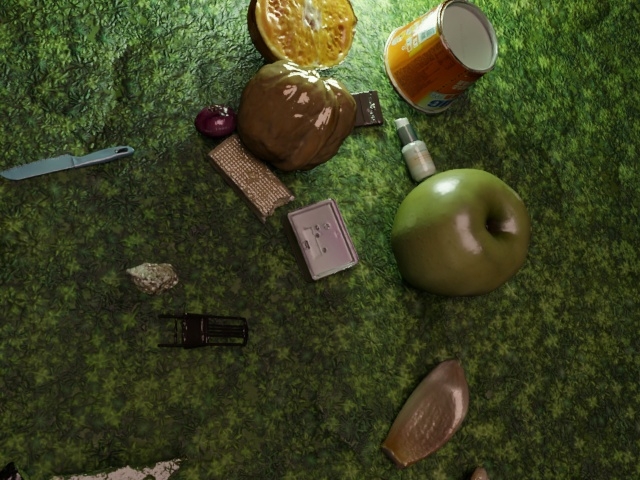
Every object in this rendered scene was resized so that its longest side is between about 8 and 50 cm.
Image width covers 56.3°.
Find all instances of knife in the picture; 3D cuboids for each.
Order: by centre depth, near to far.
[{"bbox_3d":[-0.614,-0.192,1.461,0.313,0.019,0.044,-17,76,-21],"label":"knife"}]

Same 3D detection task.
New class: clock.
[{"bbox_3d":[0.000,0.000,1.590,0.147,0.071,0.192,-20,85,-21],"label":"clock"}]

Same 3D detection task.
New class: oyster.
[{"bbox_3d":[-0.404,0.086,1.454,0.100,0.037,0.098,-36,91,-22],"label":"oyster"}]

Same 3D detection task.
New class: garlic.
[{"bbox_3d":[0.286,0.459,1.560,0.143,0.112,0.318,36,74,17],"label":"garlic"},{"bbox_3d":[0.414,0.653,1.577,0.094,0.074,0.113,-15,125,-42],"label":"garlic"}]

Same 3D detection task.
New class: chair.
[{"bbox_3d":[-0.281,0.221,1.453,0.212,0.101,0.084,15,70,-54],"label":"chair"}]

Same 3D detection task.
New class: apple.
[{"bbox_3d":[0.358,-0.018,1.575,0.357,0.357,0.357,4,76,-18],"label":"apple"}]

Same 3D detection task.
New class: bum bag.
[{"bbox_3d":[0.104,-0.381,1.737,0.159,0.026,0.109,-10,82,-20],"label":"bum bag"}]

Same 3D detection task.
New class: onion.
[{"bbox_3d":[-0.271,-0.303,1.558,0.115,0.104,0.115,5,38,-3],"label":"onion"}]

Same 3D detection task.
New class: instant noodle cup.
[{"bbox_3d":[0.358,-0.540,1.730,0.296,0.214,0.296,9,73,-30],"label":"instant noodle cup"}]

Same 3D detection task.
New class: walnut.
[{"bbox_3d":[-0.068,-0.315,1.533,0.296,0.285,0.285,15,72,-37],"label":"walnut"}]

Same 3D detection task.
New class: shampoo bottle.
[{"bbox_3d":[0.270,-0.269,1.741,0.074,0.074,0.192,-19,84,-21],"label":"shampoo bottle"}]

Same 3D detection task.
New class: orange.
[{"bbox_3d":[-0.059,-0.582,1.613,0.274,0.274,0.310,53,25,-1],"label":"orange"}]

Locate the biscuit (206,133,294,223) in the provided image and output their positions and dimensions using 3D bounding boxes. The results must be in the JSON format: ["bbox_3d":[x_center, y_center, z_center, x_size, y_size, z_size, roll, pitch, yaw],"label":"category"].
[{"bbox_3d":[-0.183,-0.166,1.573,0.108,0.062,0.239,-43,94,-22],"label":"biscuit"}]

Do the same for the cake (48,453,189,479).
[{"bbox_3d":[-0.440,0.507,1.282,0.283,0.158,0.172,-39,90,-23],"label":"cake"}]

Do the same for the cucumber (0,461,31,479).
[{"bbox_3d":[-0.715,0.591,1.216,0.072,0.072,0.300,41,69,-6],"label":"cucumber"}]
